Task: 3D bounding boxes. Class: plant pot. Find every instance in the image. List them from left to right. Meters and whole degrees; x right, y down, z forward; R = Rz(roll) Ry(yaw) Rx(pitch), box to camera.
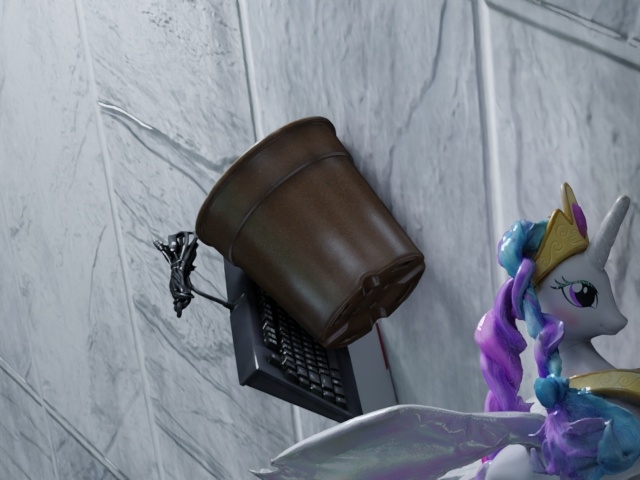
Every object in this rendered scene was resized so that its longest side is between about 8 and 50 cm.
[{"bbox_3d":[0.000,0.000,1.761,0.165,0.167,0.167,47,148,20],"label":"plant pot"}]

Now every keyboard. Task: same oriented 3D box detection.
[{"bbox_3d":[-0.060,0.063,1.784,0.033,0.201,0.317,-63,15,17],"label":"keyboard"}]

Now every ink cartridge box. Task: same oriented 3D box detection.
[{"bbox_3d":[0.011,0.123,1.933,0.135,0.056,0.099,15,123,58],"label":"ink cartridge box"}]

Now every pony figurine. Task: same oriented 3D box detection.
[{"bbox_3d":[0.174,0.181,1.491,0.351,0.303,0.363,-38,70,30],"label":"pony figurine"}]
